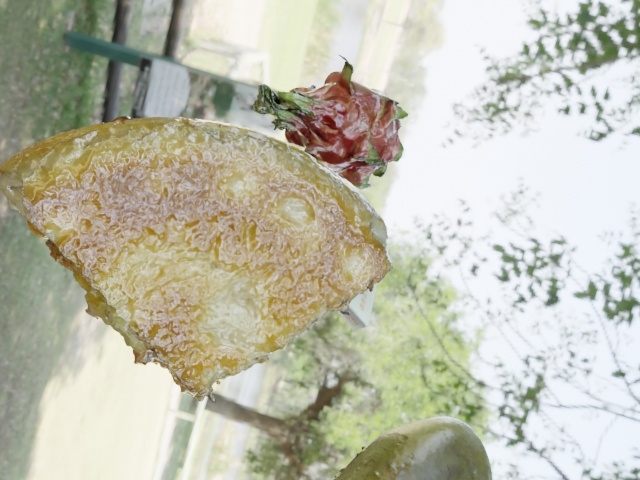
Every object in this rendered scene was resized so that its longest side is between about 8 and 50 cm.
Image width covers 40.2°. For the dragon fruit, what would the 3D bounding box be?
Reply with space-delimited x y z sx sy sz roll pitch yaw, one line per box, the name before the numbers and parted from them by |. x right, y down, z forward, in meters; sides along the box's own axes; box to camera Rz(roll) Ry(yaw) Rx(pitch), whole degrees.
dragon fruit | 0.015 -0.160 1.126 0.135 0.236 0.137 23 -97 54

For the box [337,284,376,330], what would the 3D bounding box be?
box | -0.001 0.000 1.113 0.032 0.220 0.122 -23 -147 31

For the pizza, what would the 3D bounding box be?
pizza | -0.098 0.015 0.712 0.086 0.335 0.226 -159 -101 -67

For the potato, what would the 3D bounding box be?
potato | 0.093 0.350 1.080 0.307 0.210 0.173 -46 -172 -25
